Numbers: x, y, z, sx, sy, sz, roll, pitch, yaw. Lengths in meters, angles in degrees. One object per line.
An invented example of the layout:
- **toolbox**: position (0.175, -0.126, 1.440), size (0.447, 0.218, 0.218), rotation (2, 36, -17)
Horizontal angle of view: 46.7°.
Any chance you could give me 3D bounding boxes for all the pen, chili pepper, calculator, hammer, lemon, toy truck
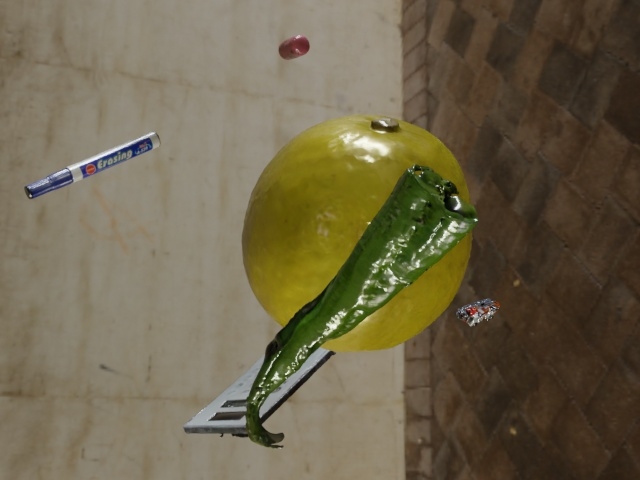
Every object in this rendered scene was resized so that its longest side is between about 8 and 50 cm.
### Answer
- **pen**: position (-0.305, -0.103, 1.005), size (0.025, 0.204, 0.025), rotation (29, 135, 33)
- **chili pepper**: position (0.023, 0.077, 0.767), size (0.359, 0.085, 0.076), rotation (-53, -3, 27)
- **calculator**: position (-0.100, 0.251, 1.250), size (0.161, 0.262, 0.021), rotation (-11, 106, 36)
- **hammer**: position (-0.049, -0.365, 1.404), size (0.083, 0.043, 0.043), rotation (7, 92, 64)
- **lemon**: position (0.053, -0.012, 1.040), size (0.348, 0.348, 0.347), rotation (-175, 90, -72)
- **toy truck**: position (0.238, 0.107, 1.115), size (0.032, 0.083, 0.024), rotation (45, 130, 28)
